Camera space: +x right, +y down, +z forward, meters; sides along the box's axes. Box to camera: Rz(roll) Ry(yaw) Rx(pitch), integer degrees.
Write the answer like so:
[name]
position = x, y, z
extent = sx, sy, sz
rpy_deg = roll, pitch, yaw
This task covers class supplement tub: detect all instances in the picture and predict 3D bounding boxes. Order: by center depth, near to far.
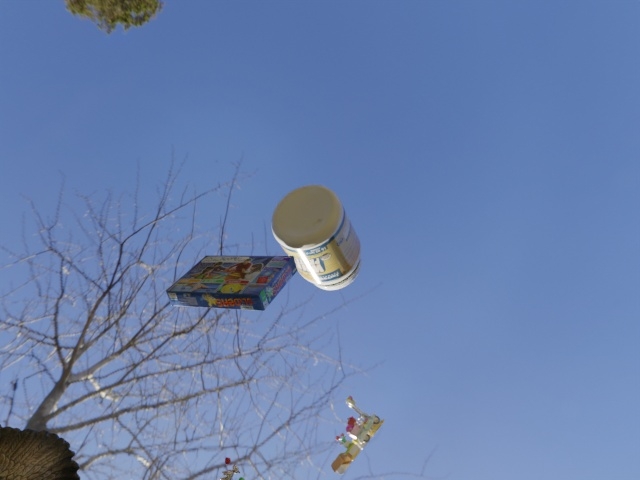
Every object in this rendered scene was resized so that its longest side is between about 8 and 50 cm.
[supplement tub]
position = 0.000, 0.000, 1.069
extent = 0.144, 0.144, 0.200
rpy_deg = -36, -39, -4

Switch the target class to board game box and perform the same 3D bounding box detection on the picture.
[board game box]
position = -0.161, 0.073, 0.975
extent = 0.201, 0.136, 0.035
rpy_deg = 0, -63, 26

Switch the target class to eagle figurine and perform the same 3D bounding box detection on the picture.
[eagle figurine]
position = -0.564, 0.402, 0.836
extent = 0.298, 0.225, 0.227
rpy_deg = 18, -97, -3

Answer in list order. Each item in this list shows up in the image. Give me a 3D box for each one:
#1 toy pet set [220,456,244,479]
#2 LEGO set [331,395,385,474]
[toy pet set]
position = -0.169, 0.551, 1.155
extent = 0.065, 0.122, 0.114
rpy_deg = 14, -83, -34
[LEGO set]
position = 0.078, 0.490, 1.376
extent = 0.107, 0.287, 0.132
rpy_deg = 38, -128, 17
